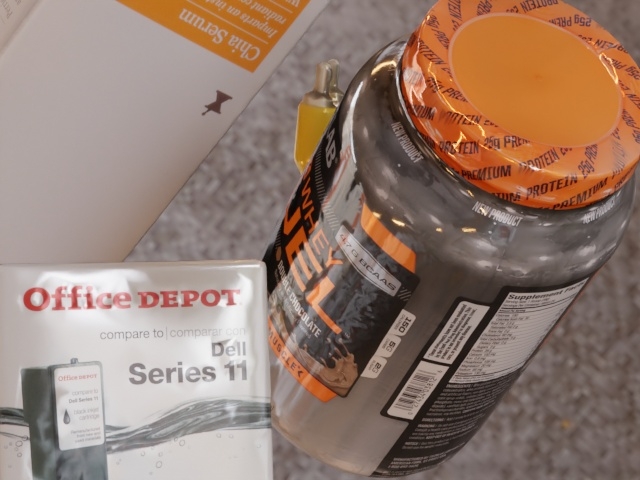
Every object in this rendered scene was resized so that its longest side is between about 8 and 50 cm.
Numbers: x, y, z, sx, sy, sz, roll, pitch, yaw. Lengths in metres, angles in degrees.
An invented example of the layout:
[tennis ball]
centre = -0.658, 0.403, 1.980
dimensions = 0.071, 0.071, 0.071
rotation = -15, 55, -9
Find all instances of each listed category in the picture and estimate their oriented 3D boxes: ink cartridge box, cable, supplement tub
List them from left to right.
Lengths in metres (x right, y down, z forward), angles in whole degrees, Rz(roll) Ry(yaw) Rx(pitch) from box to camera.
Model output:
[ink cartridge box]
centre = -0.106, 0.113, 1.030
dimensions = 0.087, 0.153, 0.208
rotation = 165, 103, -73
[cable]
centre = 0.000, 0.000, 1.552
dimensions = 0.072, 0.139, 0.287
rotation = 18, 92, 27
[supplement tub]
centre = 0.080, -0.002, 1.304
dimensions = 0.338, 0.207, 0.207
rotation = 119, 160, -46

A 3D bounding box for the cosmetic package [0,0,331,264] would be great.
[cosmetic package]
centre = -0.198, -0.151, 1.573
dimensions = 0.453, 0.230, 0.161
rotation = -51, 42, 17
